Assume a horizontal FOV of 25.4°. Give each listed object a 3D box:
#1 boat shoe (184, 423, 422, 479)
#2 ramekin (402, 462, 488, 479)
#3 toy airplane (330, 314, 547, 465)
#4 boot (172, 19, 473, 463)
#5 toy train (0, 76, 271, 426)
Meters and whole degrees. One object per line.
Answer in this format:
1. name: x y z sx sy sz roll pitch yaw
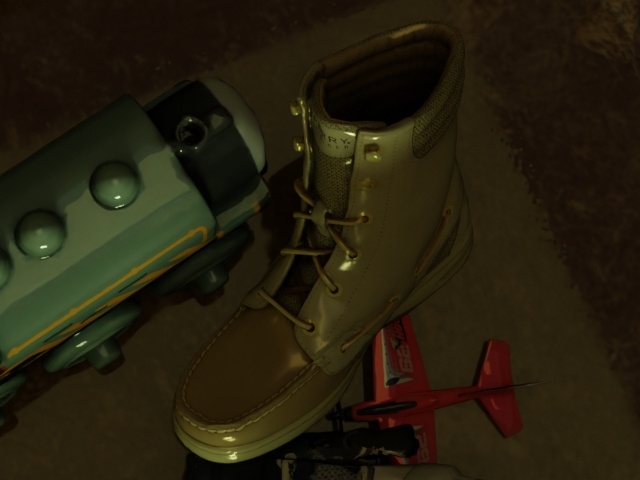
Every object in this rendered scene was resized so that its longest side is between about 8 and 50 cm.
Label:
1. boat shoe: -0.018 0.286 0.910 0.158 0.127 0.340 2 80 9
2. ramekin: 0.111 0.268 0.822 0.127 0.273 0.273 -1 81 15
3. toy airplane: 0.080 0.107 0.979 0.151 0.028 0.151 1 83 -7
4. boot: 0.000 0.000 0.874 0.262 0.203 0.095 -39 59 -24
5. toy train: -0.173 0.015 0.884 0.334 0.190 0.142 -33 87 -10
